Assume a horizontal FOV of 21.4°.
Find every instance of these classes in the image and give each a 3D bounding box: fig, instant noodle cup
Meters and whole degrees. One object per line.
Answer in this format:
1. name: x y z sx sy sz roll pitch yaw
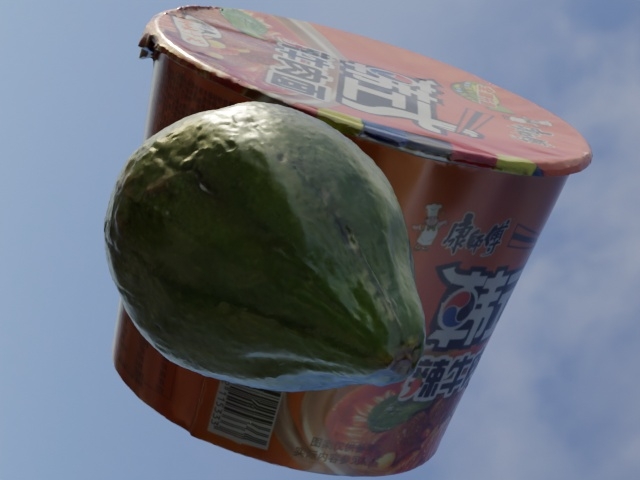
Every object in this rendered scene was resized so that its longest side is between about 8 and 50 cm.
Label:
1. fig: -0.016 0.018 0.697 0.156 0.123 0.123 53 -38 44
2. instant noodle cup: 0.000 0.000 0.929 0.250 0.250 0.192 43 -60 56
